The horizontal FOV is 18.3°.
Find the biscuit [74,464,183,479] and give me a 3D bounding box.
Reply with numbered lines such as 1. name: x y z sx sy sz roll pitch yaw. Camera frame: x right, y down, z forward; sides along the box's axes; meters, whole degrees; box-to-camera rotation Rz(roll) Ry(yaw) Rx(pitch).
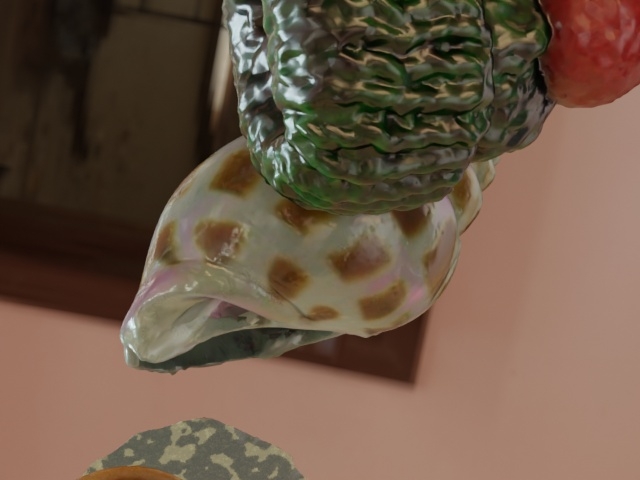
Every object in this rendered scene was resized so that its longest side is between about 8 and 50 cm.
1. biscuit: -0.152 0.244 1.520 0.220 0.142 0.029 0 176 -39

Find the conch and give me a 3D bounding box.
1. conch: -0.001 0.000 1.739 0.368 0.197 0.249 -3 153 -17

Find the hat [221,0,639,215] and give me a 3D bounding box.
1. hat: 0.099 -0.159 1.525 0.332 0.274 0.242 -5 172 -15

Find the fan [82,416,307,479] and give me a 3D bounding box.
1. fan: -0.129 0.232 1.848 0.240 0.131 0.009 -11 -168 -9
